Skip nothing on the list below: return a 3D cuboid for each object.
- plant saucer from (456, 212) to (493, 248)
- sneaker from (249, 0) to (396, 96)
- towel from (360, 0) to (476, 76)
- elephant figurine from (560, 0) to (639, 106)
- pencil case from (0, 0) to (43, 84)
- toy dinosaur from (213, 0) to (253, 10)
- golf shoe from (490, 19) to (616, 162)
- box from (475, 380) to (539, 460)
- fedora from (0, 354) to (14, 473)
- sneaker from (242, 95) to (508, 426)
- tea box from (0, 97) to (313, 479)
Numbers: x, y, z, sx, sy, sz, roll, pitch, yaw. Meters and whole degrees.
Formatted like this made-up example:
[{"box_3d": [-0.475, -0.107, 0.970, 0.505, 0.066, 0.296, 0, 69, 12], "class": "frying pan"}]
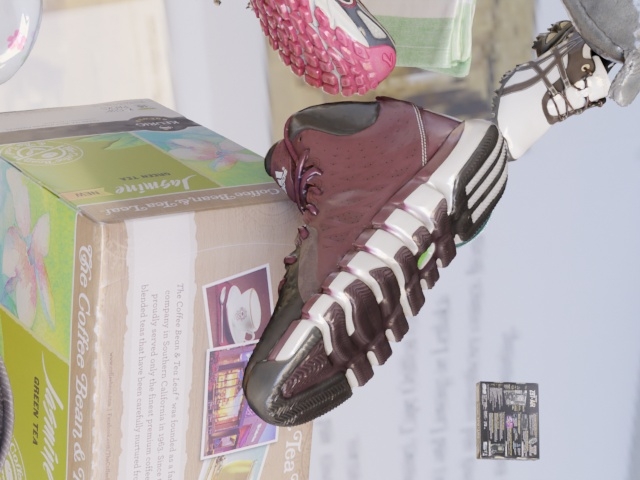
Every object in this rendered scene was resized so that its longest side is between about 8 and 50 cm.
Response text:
[{"box_3d": [0.129, -0.046, 1.693, 0.021, 0.119, 0.119, 20, -122, -72], "class": "plant saucer"}, {"box_3d": [-0.015, -0.240, 1.336, 0.299, 0.112, 0.121, 57, 166, 36], "class": "sneaker"}, {"box_3d": [0.107, -0.332, 1.607, 0.248, 0.038, 0.325, 17, 96, 57], "class": "towel"}, {"box_3d": [0.221, -0.274, 1.382, 0.169, 0.239, 0.186, -48, 16, 23], "class": "elephant figurine"}, {"box_3d": [-0.334, -0.186, 1.156, 0.113, 0.273, 0.124, 28, 102, 39], "class": "pencil case"}, {"box_3d": [-0.076, -0.295, 1.679, 0.053, 0.183, 0.093, -115, 8, -54], "class": "toy dinosaur"}, {"box_3d": [0.243, -0.155, 1.632, 0.094, 0.198, 0.077, 10, 142, 37], "class": "golf shoe"}, {"box_3d": [0.201, 0.194, 1.716, 0.018, 0.067, 0.083, 129, 142, -75], "class": "box"}, {"box_3d": [-0.304, 0.086, 0.893, 0.124, 0.275, 0.244, 135, 146, -62], "class": "fedora"}, {"box_3d": [0.000, 0.000, 1.162, 0.162, 0.281, 0.106, 28, 151, 29], "class": "sneaker"}, {"box_3d": [-0.173, 0.078, 1.386, 0.323, 0.220, 0.329, 27, 119, 50], "class": "tea box"}]
